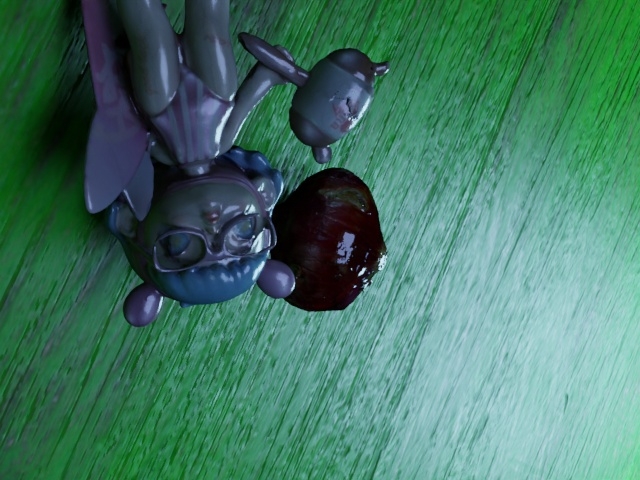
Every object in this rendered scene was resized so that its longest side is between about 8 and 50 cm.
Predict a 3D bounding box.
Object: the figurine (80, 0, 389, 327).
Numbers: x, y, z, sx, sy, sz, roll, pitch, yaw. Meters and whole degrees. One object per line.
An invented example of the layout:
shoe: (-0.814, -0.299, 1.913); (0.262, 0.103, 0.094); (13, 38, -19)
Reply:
figurine: (-0.063, -0.082, 0.838); (0.205, 0.103, 0.260); (-16, 117, -22)

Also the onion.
onion: (0.000, 0.000, 0.991); (0.107, 0.097, 0.107); (-169, -90, -85)
